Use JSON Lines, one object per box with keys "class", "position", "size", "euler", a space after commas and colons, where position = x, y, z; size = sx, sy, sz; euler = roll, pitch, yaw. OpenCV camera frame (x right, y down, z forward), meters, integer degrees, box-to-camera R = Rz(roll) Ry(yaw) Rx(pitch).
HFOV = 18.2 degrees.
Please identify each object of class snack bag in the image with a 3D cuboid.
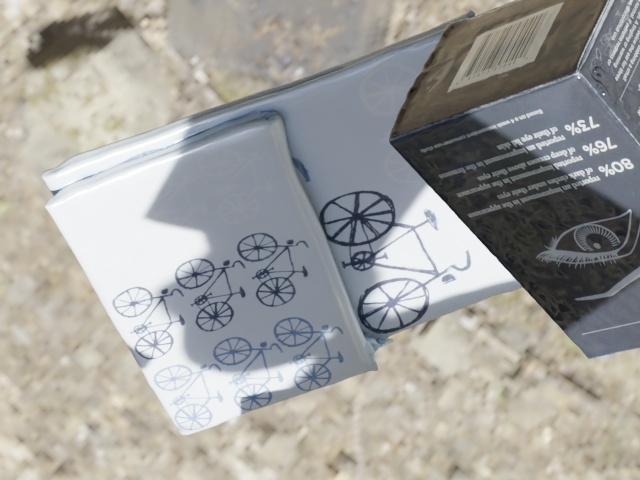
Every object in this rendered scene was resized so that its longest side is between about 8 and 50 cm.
{"class": "snack bag", "position": [0.000, 0.000, 1.515], "size": [0.342, 0.037, 0.323], "euler": [-20, 138, 1]}

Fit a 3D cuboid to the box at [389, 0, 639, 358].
{"class": "box", "position": [0.171, -0.043, 1.166], "size": [0.153, 0.108, 0.207], "euler": [-16, 126, 46]}
